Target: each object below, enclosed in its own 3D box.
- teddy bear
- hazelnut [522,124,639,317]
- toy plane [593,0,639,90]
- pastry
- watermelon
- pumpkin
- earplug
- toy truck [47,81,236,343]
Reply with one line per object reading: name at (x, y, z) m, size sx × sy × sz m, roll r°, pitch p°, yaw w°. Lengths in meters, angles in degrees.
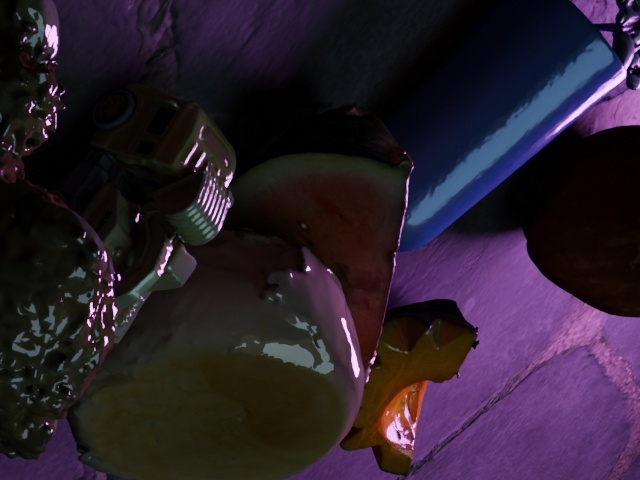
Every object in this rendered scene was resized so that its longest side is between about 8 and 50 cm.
teddy bear at (-0.204, -0.003, 1.041) m, size 0.156 × 0.256 × 0.267 m, roll -17°, pitch 141°, yaw -37°
hazelnut at (0.328, -0.009, 1.856) m, size 0.218 × 0.218 × 0.234 m, roll -51°, pitch 153°, yaw 9°
toy plane at (0.337, -0.241, 1.688) m, size 0.246 × 0.078 × 0.169 m, roll -21°, pitch 116°, yaw -46°
pastry at (-0.091, 0.096, 1.385) m, size 0.264 × 0.133 × 0.265 m, roll -4°, pitch 143°, yaw -3°
watermelon at (0.000, -0.021, 1.458) m, size 0.303 × 0.159 × 0.128 m, roll 98°, pitch 13°, yaw -50°
pumpkin at (0.071, 0.117, 1.801) m, size 0.130 × 0.149 × 0.254 m, roll 10°, pitch 138°, yaw -8°
earplug at (0.128, -0.099, 1.536) m, size 0.273 × 0.132 × 0.132 m, roll -43°, pitch 153°, yaw 1°
toy truck at (-0.132, -0.014, 1.215) m, size 0.191 × 0.116 × 0.085 m, roll -59°, pitch 140°, yaw -20°
